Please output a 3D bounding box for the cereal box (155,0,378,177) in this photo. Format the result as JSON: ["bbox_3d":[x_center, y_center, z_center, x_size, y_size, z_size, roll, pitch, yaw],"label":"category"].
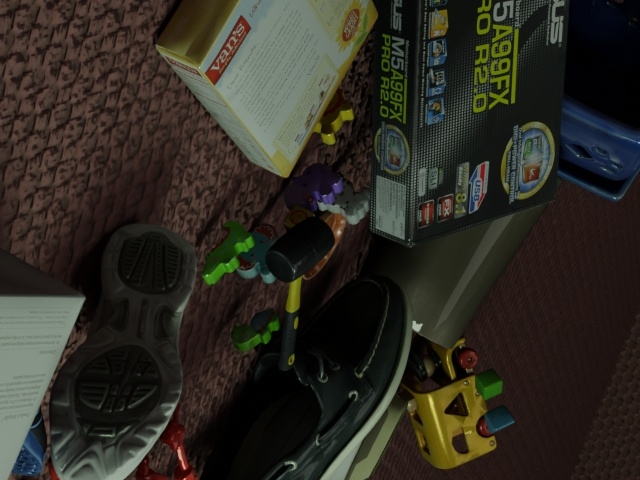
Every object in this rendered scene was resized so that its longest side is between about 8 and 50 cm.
[{"bbox_3d":[-0.034,-0.169,1.212,0.173,0.047,0.240,-60,158,-9],"label":"cereal box"}]

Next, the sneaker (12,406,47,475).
[{"bbox_3d":[-0.222,0.091,1.033,0.232,0.081,0.090,98,5,-64],"label":"sneaker"}]

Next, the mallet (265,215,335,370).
[{"bbox_3d":[-0.019,0.051,1.398,0.062,0.039,0.190,-44,155,-28],"label":"mallet"}]

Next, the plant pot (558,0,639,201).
[{"bbox_3d":[0.309,-0.195,1.743,0.236,0.236,0.212,-56,164,-20],"label":"plant pot"}]

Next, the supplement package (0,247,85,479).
[{"bbox_3d":[-0.269,0.089,0.821,0.203,0.149,0.194,-66,159,7],"label":"supplement package"}]

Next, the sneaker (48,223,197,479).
[{"bbox_3d":[-0.146,0.104,1.147,0.115,0.090,0.232,107,-1,-48],"label":"sneaker"}]

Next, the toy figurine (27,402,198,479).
[{"bbox_3d":[-0.119,0.278,1.240,0.362,0.217,0.191,-26,119,-59],"label":"toy figurine"}]

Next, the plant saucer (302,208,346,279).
[{"bbox_3d":[0.000,0.000,1.529,0.083,0.013,0.083,-53,161,-26],"label":"plant saucer"}]

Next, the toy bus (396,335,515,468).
[{"bbox_3d":[0.156,0.200,1.999,0.104,0.202,0.191,-22,152,-15],"label":"toy bus"}]

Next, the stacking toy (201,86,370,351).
[{"bbox_3d":[-0.033,-0.017,1.397,0.221,0.052,0.167,-53,155,-20],"label":"stacking toy"}]

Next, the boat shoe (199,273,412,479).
[{"bbox_3d":[-0.025,0.159,1.528,0.340,0.127,0.113,-55,135,-15],"label":"boat shoe"}]

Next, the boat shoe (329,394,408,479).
[{"bbox_3d":[-0.016,0.293,1.719,0.302,0.103,0.113,-60,172,-12],"label":"boat shoe"}]

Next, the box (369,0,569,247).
[{"bbox_3d":[0.147,-0.149,1.472,0.216,0.060,0.270,-16,117,-38],"label":"box"}]

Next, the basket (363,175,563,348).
[{"bbox_3d":[0.149,-0.006,1.696,0.227,0.154,0.204,-60,174,1],"label":"basket"}]
